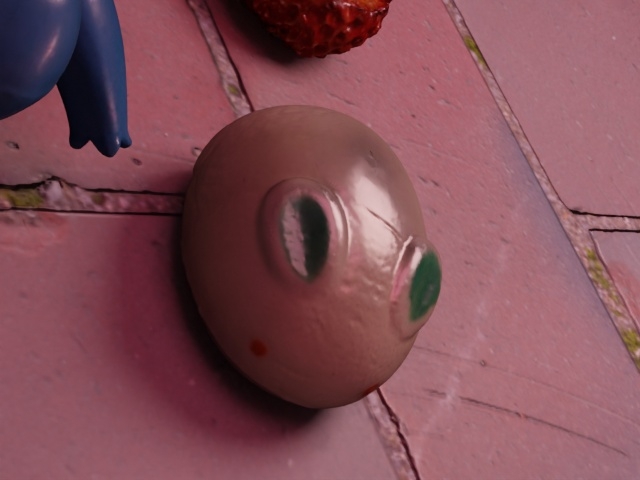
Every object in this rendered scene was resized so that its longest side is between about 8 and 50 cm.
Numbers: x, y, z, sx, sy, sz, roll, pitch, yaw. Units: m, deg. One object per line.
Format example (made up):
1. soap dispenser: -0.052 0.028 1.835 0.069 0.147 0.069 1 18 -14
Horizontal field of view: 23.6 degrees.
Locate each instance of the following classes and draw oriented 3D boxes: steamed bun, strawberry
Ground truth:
1. steamed bun: 0.000 0.000 1.033 0.177 0.131 0.228 27 39 -27
2. strawberry: -0.012 -0.211 1.253 0.145 0.086 0.145 27 42 -27

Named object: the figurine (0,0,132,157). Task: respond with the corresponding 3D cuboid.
1. figurine: -0.209 -0.204 0.951 0.298 0.243 0.416 35 41 -27
